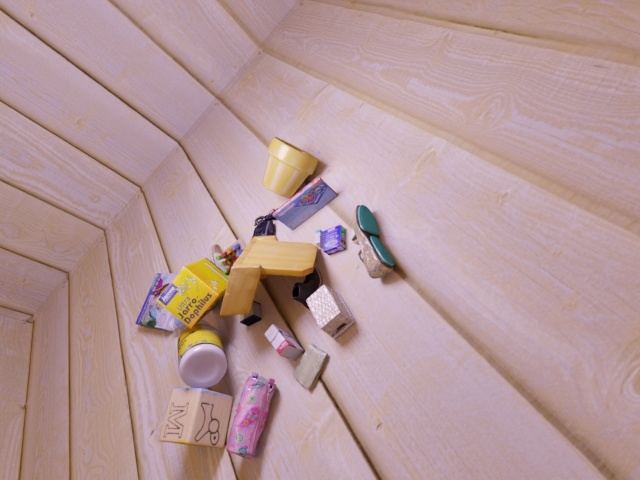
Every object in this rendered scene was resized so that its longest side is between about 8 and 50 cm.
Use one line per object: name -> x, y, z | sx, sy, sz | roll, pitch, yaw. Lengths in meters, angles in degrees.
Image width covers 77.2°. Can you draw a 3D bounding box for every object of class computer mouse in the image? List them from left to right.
computer mouse -> -0.274, -0.029, 1.999 | 0.188, 0.072, 0.272 | -20, 40, 33

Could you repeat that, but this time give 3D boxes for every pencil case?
pencil case -> -0.255, 0.651, 1.501 | 0.124, 0.124, 0.284 | -3, 60, 39

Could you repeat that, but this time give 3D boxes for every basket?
basket -> 0.032, 0.265, 1.517 | 0.113, 0.103, 0.167 | -42, 43, 10

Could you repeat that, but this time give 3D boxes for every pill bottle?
pill bottle -> -0.700, 0.405, 2.060 | 0.160, 0.087, 0.087 | -32, 47, 20
pill bottle -> -0.518, 0.472, 1.733 | 0.188, 0.188, 0.334 | -55, 24, -2

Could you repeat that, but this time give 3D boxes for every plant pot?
plant pot -> -0.170, -0.353, 2.000 | 0.254, 0.254, 0.239 | 42, 108, 47

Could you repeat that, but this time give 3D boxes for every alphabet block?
alphabet block -> -0.495, 0.715, 1.616 | 0.193, 0.192, 0.197 | -16, 53, 35

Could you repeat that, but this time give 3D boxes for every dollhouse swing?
dollhouse swing -> -0.203, 0.160, 1.707 | 0.347, 0.305, 0.315 | -78, 5, -69

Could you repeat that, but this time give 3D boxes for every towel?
towel -> -0.037, 0.469, 1.500 | 0.110, 0.027, 0.148 | 20, 78, 45

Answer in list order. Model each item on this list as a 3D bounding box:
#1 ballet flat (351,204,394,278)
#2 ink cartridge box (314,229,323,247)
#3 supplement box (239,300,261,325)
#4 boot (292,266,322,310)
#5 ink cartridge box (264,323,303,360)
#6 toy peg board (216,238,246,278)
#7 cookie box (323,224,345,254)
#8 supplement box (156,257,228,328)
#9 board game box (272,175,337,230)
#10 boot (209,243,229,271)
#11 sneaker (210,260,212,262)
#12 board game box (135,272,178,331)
ballet flat -> 0.179, 0.004, 1.562 | 0.123, 0.123, 0.348 | -35, 46, 18
ink cartridge box -> 0.000, 0.000, 1.754 | 0.028, 0.048, 0.083 | -19, 53, 31
supplement box -> -0.315, 0.327, 1.806 | 0.083, 0.056, 0.083 | -29, 48, 23
boot -> -0.059, 0.173, 1.629 | 0.077, 0.137, 0.198 | -26, 49, 26
ink cartridge box -> -0.145, 0.401, 1.582 | 0.056, 0.099, 0.135 | -52, 44, 1
toy peg board -> -0.415, 0.102, 1.940 | 0.160, 0.079, 0.161 | -33, 85, 35
cookie box -> 0.059, -0.003, 1.712 | 0.092, 0.040, 0.107 | -20, 52, 30
supplement box -> -0.558, 0.229, 1.849 | 0.194, 0.195, 0.356 | -51, 3, 3
board game box -> -0.071, -0.166, 1.852 | 0.281, 0.145, 0.027 | -36, 46, 17
boot -> -0.494, 0.084, 2.100 | 0.165, 0.077, 0.213 | -32, 54, 22
sneaker -> -0.602, 0.159, 2.149 | 0.118, 0.067, 0.042 | -52, 43, 1
board game box -> -0.883, 0.342, 2.272 | 0.318, 0.066, 0.319 | -4, 61, 39
